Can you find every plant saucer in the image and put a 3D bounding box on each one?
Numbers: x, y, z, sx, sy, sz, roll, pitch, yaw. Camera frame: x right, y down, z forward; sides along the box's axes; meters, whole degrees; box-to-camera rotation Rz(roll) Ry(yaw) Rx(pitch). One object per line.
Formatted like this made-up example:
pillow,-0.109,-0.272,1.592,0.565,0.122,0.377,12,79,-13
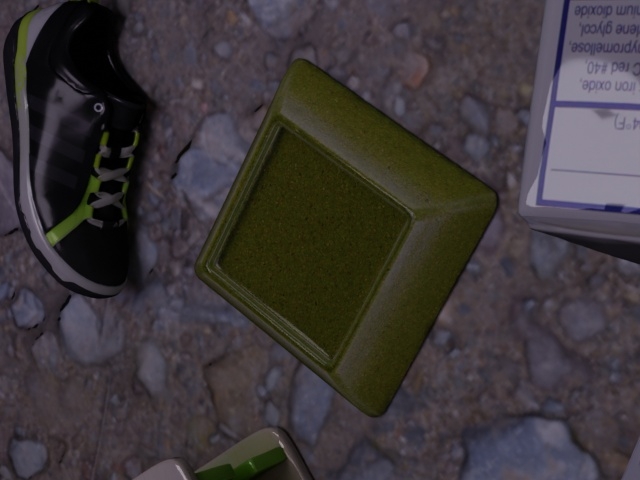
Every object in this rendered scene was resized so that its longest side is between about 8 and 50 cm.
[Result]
plant saucer,0.000,0.000,0.997,0.188,0.045,0.188,37,114,25

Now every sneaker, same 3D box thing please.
sneaker,-0.174,-0.075,1.082,0.097,0.084,0.234,-15,87,33

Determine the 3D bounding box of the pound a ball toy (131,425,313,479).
pound a ball toy,-0.163,0.274,1.038,0.319,0.208,0.135,-37,75,30

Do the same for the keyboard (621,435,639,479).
keyboard,0.288,0.201,0.849,0.256,0.014,0.072,28,115,28

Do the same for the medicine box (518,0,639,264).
medicine box,0.228,-0.124,0.671,0.149,0.263,0.289,7,87,34
